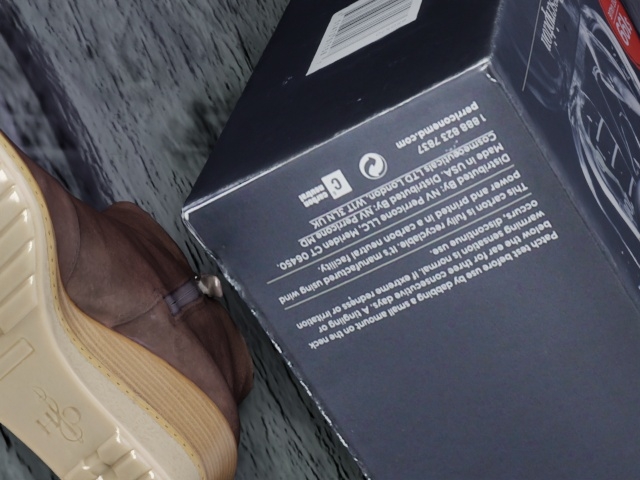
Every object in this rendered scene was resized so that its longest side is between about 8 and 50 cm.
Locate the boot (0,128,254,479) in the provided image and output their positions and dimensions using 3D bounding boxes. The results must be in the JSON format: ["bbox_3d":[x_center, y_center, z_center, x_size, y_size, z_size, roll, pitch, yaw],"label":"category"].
[{"bbox_3d":[-0.120,0.012,0.892,0.248,0.090,0.207,56,12,-10],"label":"boot"}]

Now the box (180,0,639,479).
[{"bbox_3d":[0.111,0.000,1.107,0.312,0.179,0.343,57,22,-19],"label":"box"}]
